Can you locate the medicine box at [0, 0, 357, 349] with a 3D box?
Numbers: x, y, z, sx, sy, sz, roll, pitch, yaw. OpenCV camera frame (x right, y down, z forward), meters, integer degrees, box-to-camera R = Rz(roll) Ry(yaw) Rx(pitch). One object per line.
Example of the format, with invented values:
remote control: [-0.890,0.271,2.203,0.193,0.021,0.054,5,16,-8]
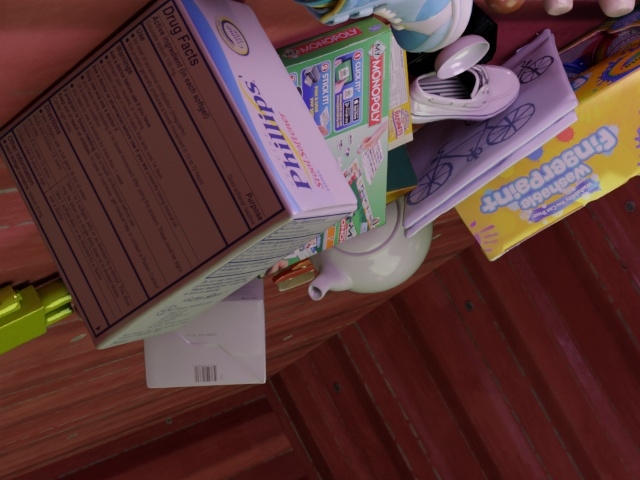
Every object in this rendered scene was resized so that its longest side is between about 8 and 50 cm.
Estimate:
medicine box: [-0.156,-0.071,1.264,0.289,0.263,0.149,-33,169,25]

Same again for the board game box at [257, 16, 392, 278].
board game box: [-0.008,-0.116,1.565,0.214,0.046,0.317,-24,135,-26]

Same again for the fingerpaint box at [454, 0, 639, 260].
fingerpaint box: [0.420,-0.200,2.002,0.445,0.163,0.371,-31,-164,15]

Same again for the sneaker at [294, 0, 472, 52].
sneaker: [0.052,-0.270,1.248,0.208,0.127,0.319,-28,160,-11]

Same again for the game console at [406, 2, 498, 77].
game console: [0.100,-0.226,1.770,0.361,0.044,0.213,-32,167,16]

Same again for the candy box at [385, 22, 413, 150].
candy box: [0.071,-0.195,1.630,0.105,0.027,0.205,-26,140,-14]

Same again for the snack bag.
snack bag: [0.252,-0.172,1.870,0.323,0.037,0.342,-37,-160,20]

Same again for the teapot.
teapot: [0.077,-0.038,2.091,0.253,0.256,0.187,-19,162,5]

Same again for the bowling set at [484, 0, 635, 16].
bowling set: [0.285,-0.364,1.421,0.200,0.154,0.287,-10,170,2]

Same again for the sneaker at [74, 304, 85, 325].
sneaker: [-0.357,0.098,2.008,0.111,0.102,0.252,-18,166,-7]

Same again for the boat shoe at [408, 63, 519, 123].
boat shoe: [0.214,-0.218,1.743,0.226,0.083,0.076,-19,166,-31]

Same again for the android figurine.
android figurine: [-0.522,0.142,1.884,0.273,0.056,0.248,-25,169,-16]

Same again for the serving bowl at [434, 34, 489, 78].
serving bowl: [0.192,-0.260,1.659,0.083,0.027,0.083,-27,166,-7]

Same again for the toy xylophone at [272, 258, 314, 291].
toy xylophone: [0.000,0.000,2.421,0.236,0.081,0.323,-22,168,-40]

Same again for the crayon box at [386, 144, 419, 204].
crayon box: [-0.082,-0.042,1.855,0.313,0.106,0.363,-13,169,-41]

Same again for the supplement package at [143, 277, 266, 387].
supplement package: [-0.189,0.138,1.987,0.194,0.149,0.203,-1,-164,-2]
